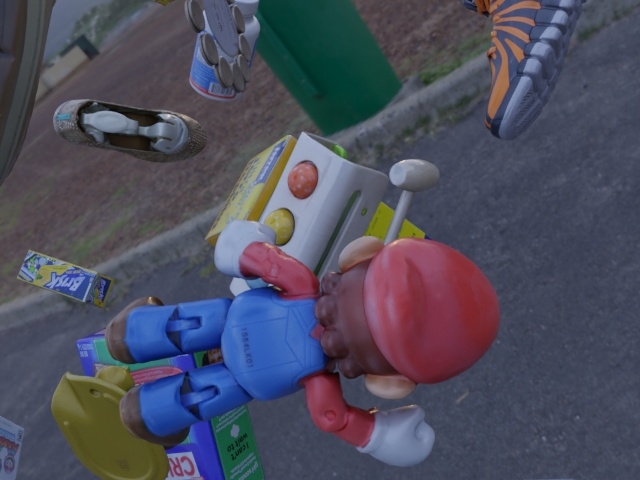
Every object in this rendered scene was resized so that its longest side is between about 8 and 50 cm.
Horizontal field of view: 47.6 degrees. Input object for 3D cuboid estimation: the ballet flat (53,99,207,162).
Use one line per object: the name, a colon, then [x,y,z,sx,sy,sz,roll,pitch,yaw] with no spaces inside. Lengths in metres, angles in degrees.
ballet flat: [-0.233,-0.139,0.934,0.067,0.206,0.073,5,94,57]

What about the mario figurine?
mario figurine: [-0.006,0.087,0.625,0.320,0.198,0.170,-13,30,15]

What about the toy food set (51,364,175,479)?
toy food set: [-0.229,0.225,0.863,0.128,0.218,0.071,-2,31,20]

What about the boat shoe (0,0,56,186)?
boat shoe: [-0.168,-0.162,0.369,0.109,0.302,0.098,11,13,10]

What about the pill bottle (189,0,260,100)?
pill bottle: [-0.196,-0.416,1.520,0.124,0.124,0.221,-74,4,-53]

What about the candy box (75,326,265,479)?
candy box: [-0.262,0.299,1.271,0.268,0.317,0.122,-10,9,32]

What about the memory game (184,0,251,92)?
memory game: [-0.124,-0.266,0.865,0.012,0.186,0.186,-14,30,16]

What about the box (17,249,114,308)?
box: [-0.461,0.070,1.312,0.169,0.054,0.059,15,78,24]

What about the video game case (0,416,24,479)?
video game case: [-0.530,0.343,1.143,0.019,0.157,0.143,-10,56,10]

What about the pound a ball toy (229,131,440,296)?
pound a ball toy: [0.004,-0.016,1.068,0.208,0.135,0.319,40,110,40]

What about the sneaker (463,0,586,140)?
sneaker: [0.255,-0.300,1.016,0.180,0.124,0.321,20,79,24]

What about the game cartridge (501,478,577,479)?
game cartridge: [0.190,0.381,0.688,0.196,0.294,0.060,-2,-14,3]

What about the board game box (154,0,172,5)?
board game box: [-0.199,-0.508,1.244,0.259,0.039,0.124,-11,75,43]

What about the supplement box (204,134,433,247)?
supplement box: [0.000,0.000,1.371,0.195,0.356,0.194,-19,40,59]
